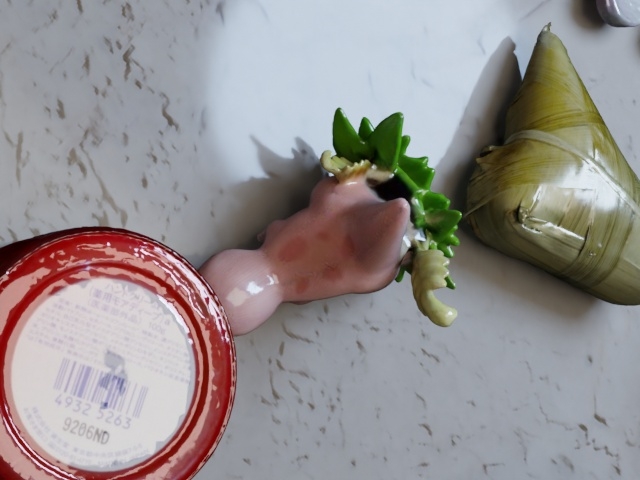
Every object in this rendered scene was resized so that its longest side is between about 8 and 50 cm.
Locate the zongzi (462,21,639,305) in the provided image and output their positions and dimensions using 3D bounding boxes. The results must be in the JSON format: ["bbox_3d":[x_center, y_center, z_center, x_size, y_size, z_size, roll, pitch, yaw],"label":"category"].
[{"bbox_3d":[0.224,-0.058,1.137,0.194,0.099,0.197,29,67,-23],"label":"zongzi"}]

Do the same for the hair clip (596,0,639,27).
[{"bbox_3d":[0.318,-0.215,1.208,0.257,0.075,0.146,32,71,-15],"label":"hair clip"}]

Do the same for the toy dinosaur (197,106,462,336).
[{"bbox_3d":[-0.001,-0.007,0.985,0.177,0.194,0.152,-33,111,-47],"label":"toy dinosaur"}]

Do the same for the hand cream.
[{"bbox_3d":[-0.160,0.086,0.911,0.193,0.125,0.193,3,83,-26],"label":"hand cream"}]
